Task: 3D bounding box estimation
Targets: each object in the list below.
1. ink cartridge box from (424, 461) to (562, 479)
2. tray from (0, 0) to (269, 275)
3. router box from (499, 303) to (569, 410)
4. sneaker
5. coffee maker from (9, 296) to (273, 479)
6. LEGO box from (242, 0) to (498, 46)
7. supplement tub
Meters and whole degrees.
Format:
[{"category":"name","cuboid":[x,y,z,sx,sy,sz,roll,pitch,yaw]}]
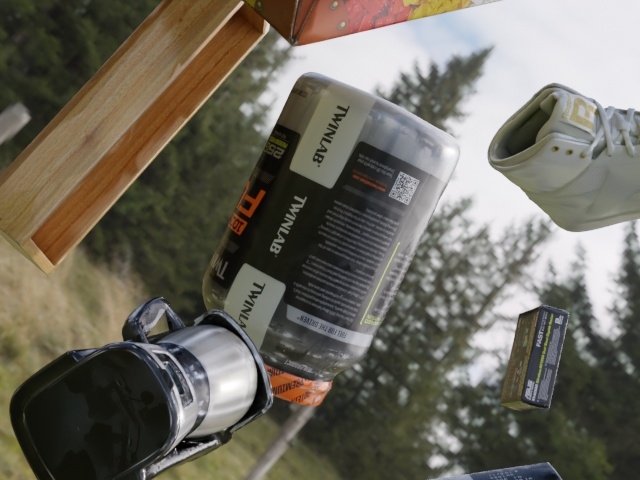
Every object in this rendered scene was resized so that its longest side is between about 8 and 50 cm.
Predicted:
[{"category":"ink cartridge box","cuboid":[0.150,0.403,1.161,0.069,0.175,0.371,-123,-151,-69]},{"category":"tray","cuboid":[-0.213,-0.151,1.341,0.076,0.411,0.203,39,-11,4]},{"category":"router box","cuboid":[0.260,0.145,1.430,0.038,0.123,0.092,15,-11,-4]},{"category":"sneaker","cuboid":[0.306,-0.097,1.164,0.169,0.108,0.292,31,-36,-35]},{"category":"coffee maker","cuboid":[-0.138,0.136,0.864,0.120,0.171,0.178,37,13,15]},{"category":"LEGO box","cuboid":[-0.008,-0.430,1.171,0.500,0.372,0.193,46,-41,33]},{"category":"supplement tub","cuboid":[0.000,0.000,1.323,0.207,0.338,0.207,25,3,-2]}]
